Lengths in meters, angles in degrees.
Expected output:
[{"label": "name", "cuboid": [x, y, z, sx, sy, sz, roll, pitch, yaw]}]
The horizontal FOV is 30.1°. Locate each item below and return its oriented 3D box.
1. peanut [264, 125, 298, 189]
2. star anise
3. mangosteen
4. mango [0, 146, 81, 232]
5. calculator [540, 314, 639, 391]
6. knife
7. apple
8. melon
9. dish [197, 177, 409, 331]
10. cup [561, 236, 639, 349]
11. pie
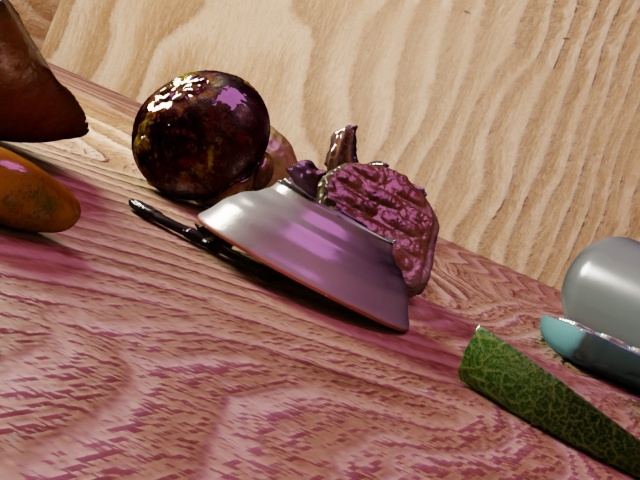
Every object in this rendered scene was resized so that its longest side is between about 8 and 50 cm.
[{"label": "peanut", "cuboid": [-0.128, -0.143, 1.966, 0.159, 0.143, 0.291, 7, 16, -35]}, {"label": "star anise", "cuboid": [0.034, -0.058, 1.641, 0.229, 0.093, 0.236, 0, -42, 10]}, {"label": "mangosteen", "cuboid": [-0.149, -0.119, 1.609, 0.192, 0.192, 0.217, 31, -29, 54]}, {"label": "mango", "cuboid": [-0.236, -0.037, 0.932, 0.079, 0.057, 0.114, 15, -7, 42]}, {"label": "calculator", "cuboid": [0.443, 0.173, 1.749, 0.256, 0.054, 0.386, 23, 4, 5]}, {"label": "knife", "cuboid": [-0.130, -0.007, 1.267, 0.222, 0.021, 0.045, 26, 2, 31]}, {"label": "apple", "cuboid": [-0.378, -0.204, 1.343, 0.254, 0.179, 0.346, 7, 13, -22]}, {"label": "melon", "cuboid": [0.239, 0.171, 1.061, 0.261, 0.053, 0.114, 31, -9, 33]}, {"label": "dish", "cuboid": [0.000, 0.000, 1.284, 0.260, 0.085, 0.260, 28, 3, -2]}, {"label": "cup", "cuboid": [0.572, 0.122, 1.998, 0.205, 0.205, 0.312, 18, 6, -45]}, {"label": "pie", "cuboid": [0.069, -0.017, 1.506, 0.195, 0.046, 0.195, 18, 50, -22]}]
